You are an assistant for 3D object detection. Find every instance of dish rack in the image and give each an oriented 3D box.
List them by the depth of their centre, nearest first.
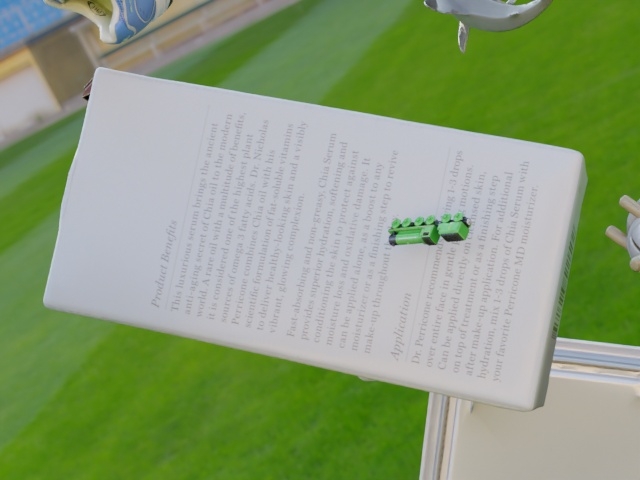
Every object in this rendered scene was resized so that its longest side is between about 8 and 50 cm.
[{"bbox_3d":[0.290,0.260,1.578,0.332,0.286,0.072,6,12,2],"label":"dish rack"}]

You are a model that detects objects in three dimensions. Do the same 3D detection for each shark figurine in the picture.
[{"bbox_3d":[0.193,-0.297,1.632,0.116,0.166,0.278,-4,21,-31],"label":"shark figurine"}]

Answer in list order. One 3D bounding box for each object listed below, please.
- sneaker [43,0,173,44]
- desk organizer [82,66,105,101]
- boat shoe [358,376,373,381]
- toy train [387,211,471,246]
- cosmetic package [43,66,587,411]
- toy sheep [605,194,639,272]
[{"bbox_3d":[-0.226,-0.257,1.153,0.080,0.211,0.081,-37,18,55],"label":"sneaker"},{"bbox_3d":[-0.244,-0.157,1.700,0.047,0.130,0.050,-38,26,35],"label":"desk organizer"},{"bbox_3d":[0.067,0.147,1.730,0.040,0.049,0.142,-9,14,24],"label":"boat shoe"},{"bbox_3d":[0.087,-0.007,1.069,0.083,0.017,0.024,-7,50,45],"label":"toy train"},{"bbox_3d":[0.000,0.000,1.224,0.453,0.230,0.161,12,-3,13],"label":"cosmetic package"},{"bbox_3d":[0.277,-0.006,1.031,0.132,0.091,0.091,-31,12,-35],"label":"toy sheep"}]
